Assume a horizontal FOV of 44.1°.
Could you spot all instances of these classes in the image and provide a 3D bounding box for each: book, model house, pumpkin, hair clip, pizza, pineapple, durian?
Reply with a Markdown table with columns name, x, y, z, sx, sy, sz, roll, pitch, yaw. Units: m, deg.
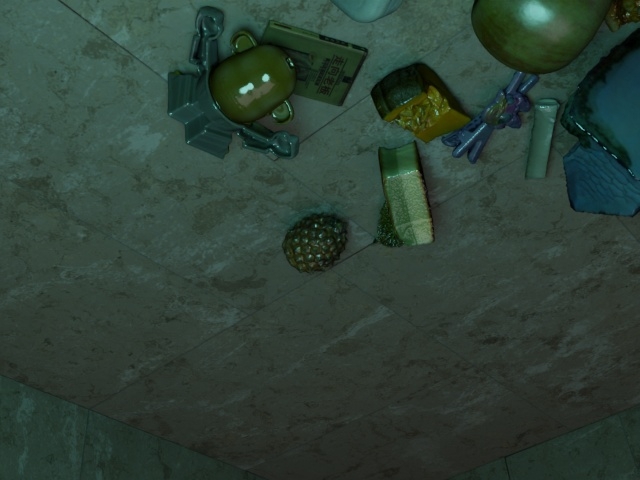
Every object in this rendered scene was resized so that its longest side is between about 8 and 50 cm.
| name | x | y | z | sx | sy | sz | roll | pitch | yaw |
| --- | --- | --- | --- | --- | --- | --- | --- | --- | --- |
| book | -0.031 | -0.387 | 1.748 | 0.231 | 0.026 | 0.161 | 11 | 137 | -19 |
| model house | 0.710 | -0.251 | 1.820 | 0.360 | 0.297 | 0.339 | -45 | 169 | -14 |
| pumpkin | 0.222 | -0.319 | 1.797 | 0.131 | 0.126 | 0.248 | -36 | 150 | 22 |
| hair clip | 0.409 | -0.283 | 1.871 | 0.137 | 0.090 | 0.278 | 17 | 136 | -36 |
| pizza | 0.628 | -0.511 | 1.594 | 0.056 | 0.134 | 0.271 | -47 | 170 | -13 |
| pineapple | 0.000 | 0.000 | 2.114 | 0.193 | 0.166 | 0.166 | -32 | 133 | 30 |
| durian | 0.216 | -0.036 | 2.140 | 0.137 | 0.095 | 0.220 | 2 | 146 | -7 |

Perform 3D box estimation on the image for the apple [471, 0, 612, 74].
| name | x | y | z | sx | sy | sz | roll | pitch | yaw |
| --- | --- | --- | --- | --- | --- | --- | --- | --- | --- |
| apple | 0.429 | -0.461 | 1.550 | 0.234 | 0.257 | 0.257 | 32 | 134 | 2 |

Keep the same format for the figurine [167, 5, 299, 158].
| name | x | y | z | sx | sy | sz | roll | pitch | yaw |
| --- | --- | --- | --- | --- | --- | --- | --- | --- | --- |
| figurine | -0.176 | -0.314 | 1.679 | 0.285 | 0.167 | 0.342 | -25 | 126 | 33 |

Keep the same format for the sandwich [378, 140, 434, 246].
| name | x | y | z | sx | sy | sz | roll | pitch | yaw |
| --- | --- | --- | --- | --- | --- | --- | --- | --- | --- |
| sandwich | 0.215 | -0.120 | 1.967 | 0.108 | 0.186 | 0.220 | -12 | 122 | 9 |

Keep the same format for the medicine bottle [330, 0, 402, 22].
| name | x | y | z | sx | sy | sz | roll | pitch | yaw |
| --- | --- | --- | --- | --- | --- | --- | --- | --- | --- |
| medicine bottle | 0.095 | -0.583 | 1.365 | 0.123 | 0.282 | 0.375 | -33 | 163 | -38 |

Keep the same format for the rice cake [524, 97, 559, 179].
| name | x | y | z | sx | sy | sz | roll | pitch | yaw |
| --- | --- | --- | --- | --- | --- | --- | --- | --- | --- |
| rice cake | 0.545 | -0.246 | 1.956 | 0.057 | 0.052 | 0.256 | -4 | 140 | 4 |
